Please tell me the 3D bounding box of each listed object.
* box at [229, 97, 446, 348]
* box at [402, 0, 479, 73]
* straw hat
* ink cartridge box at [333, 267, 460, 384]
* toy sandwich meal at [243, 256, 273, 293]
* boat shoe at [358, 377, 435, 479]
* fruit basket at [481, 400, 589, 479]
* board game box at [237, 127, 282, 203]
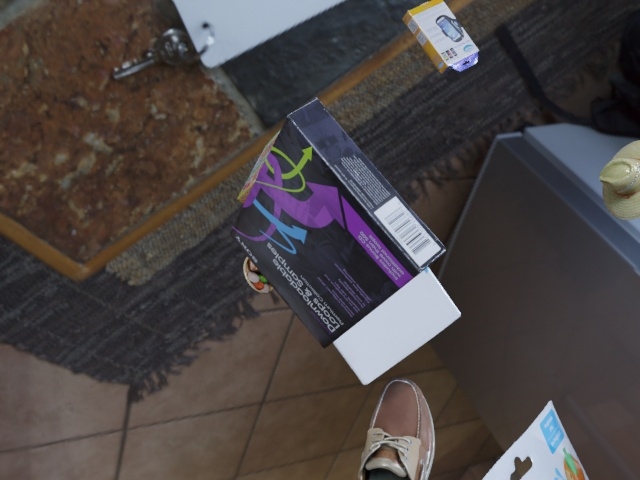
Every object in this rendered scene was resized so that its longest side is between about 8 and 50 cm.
[{"bbox_3d":[0.000,0.000,0.436,0.029,0.116,0.162,-36,172,-29],"label":"box"},{"bbox_3d":[0.212,-0.349,1.150,0.081,0.136,0.028,-30,175,-26],"label":"box"},{"bbox_3d":[0.492,-0.105,1.078,0.061,0.144,0.145,10,125,-23],"label":"straw hat"},{"bbox_3d":[0.081,0.086,1.172,0.197,0.270,0.198,-36,97,-1],"label":"ink cartridge box"},{"bbox_3d":[-0.105,0.054,1.210,0.029,0.086,0.085,-28,146,36],"label":"toy sandwich meal"},{"bbox_3d":[0.123,0.374,1.104,0.123,0.325,0.116,1,145,14],"label":"boat shoe"},{"bbox_3d":[0.287,0.384,0.703,0.165,0.353,0.327,-23,174,36],"label":"fruit basket"},{"bbox_3d":[-0.130,-0.209,1.707,0.039,0.259,0.124,38,132,-14],"label":"board game box"}]
